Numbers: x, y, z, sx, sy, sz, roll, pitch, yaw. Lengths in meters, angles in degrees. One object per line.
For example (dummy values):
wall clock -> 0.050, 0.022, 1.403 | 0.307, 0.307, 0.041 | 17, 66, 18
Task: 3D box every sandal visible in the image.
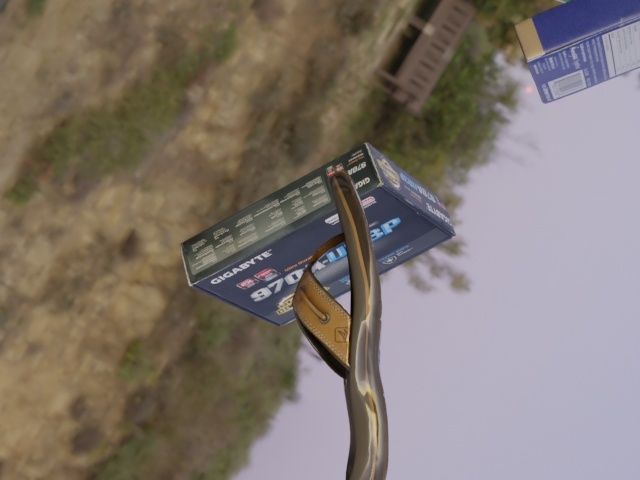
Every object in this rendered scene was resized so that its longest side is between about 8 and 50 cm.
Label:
sandal -> 0.011, 0.061, 0.894 | 0.090, 0.060, 0.219 | 86, 2, -83

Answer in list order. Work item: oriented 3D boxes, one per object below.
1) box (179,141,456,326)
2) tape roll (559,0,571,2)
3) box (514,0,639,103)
box -> 0.000, 0.000, 1.336 | 0.220, 0.175, 0.051 | -28, -118, 18
tape roll -> 0.254, -0.373, 1.212 | 0.077, 0.321, 0.321 | 28, -93, 42
box -> 0.261, -0.169, 1.004 | 0.225, 0.036, 0.136 | -19, 168, 11
